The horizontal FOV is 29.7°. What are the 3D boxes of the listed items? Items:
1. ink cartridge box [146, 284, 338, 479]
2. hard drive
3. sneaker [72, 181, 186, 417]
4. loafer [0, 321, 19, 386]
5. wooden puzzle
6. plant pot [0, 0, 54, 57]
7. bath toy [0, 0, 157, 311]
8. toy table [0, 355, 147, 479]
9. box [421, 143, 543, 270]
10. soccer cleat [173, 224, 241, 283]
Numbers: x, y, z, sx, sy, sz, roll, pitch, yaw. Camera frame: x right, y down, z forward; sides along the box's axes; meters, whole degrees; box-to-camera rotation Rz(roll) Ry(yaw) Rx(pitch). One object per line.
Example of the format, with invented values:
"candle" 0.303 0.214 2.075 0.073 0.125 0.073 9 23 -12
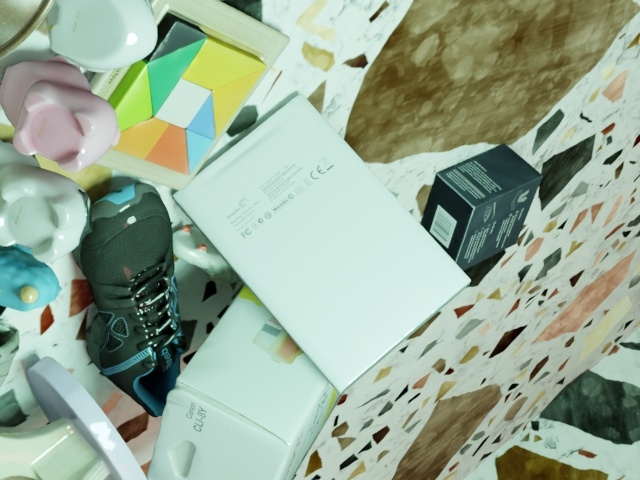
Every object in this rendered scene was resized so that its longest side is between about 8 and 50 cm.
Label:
"ink cartridge box" -0.050 0.166 1.567 0.385 0.160 0.279 -55 169 -42
"hard drive" 0.000 0.000 1.429 0.203 0.307 0.040 -39 169 -10
"sneaker" -0.205 0.073 1.432 0.125 0.140 0.341 -28 146 -25
"loafer" -0.391 0.093 1.232 0.111 0.112 0.319 -53 170 -11
"wooden puzzle" -0.152 -0.157 1.300 0.221 0.044 0.238 -53 151 15
"plant pot" -0.301 -0.236 0.897 0.165 0.167 0.167 19 113 -51
"bath toy" -0.252 -0.109 1.148 0.348 0.151 0.129 -62 178 23
"toy table" -0.326 0.294 1.476 0.161 0.252 0.274 -38 113 -26
"box" 0.250 -0.048 1.913 0.158 0.093 0.156 -23 145 -32
"soccer cleat" -0.130 0.024 1.546 0.076 0.068 0.196 -52 154 20
